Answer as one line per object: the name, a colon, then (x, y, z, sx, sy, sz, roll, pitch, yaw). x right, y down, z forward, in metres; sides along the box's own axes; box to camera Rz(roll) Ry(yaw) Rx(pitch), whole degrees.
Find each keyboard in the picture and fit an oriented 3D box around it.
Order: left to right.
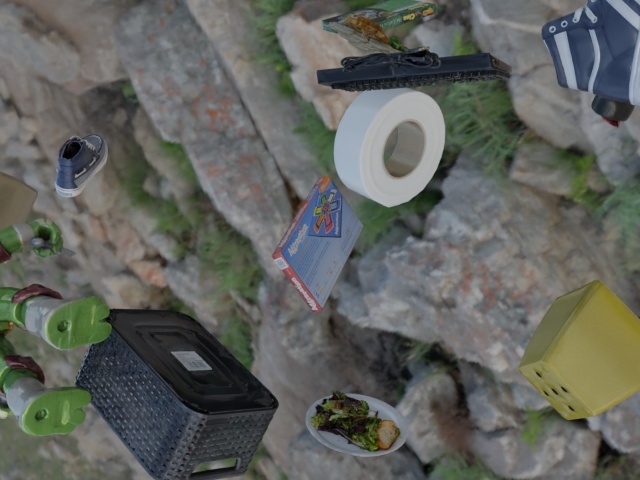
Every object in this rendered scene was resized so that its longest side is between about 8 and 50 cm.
keyboard: (0.134, -0.268, 1.454, 0.317, 0.201, 0.033, 0, 86, 34)

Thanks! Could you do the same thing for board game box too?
board game box: (0.000, 0.000, 1.790, 0.027, 0.281, 0.145, -20, 115, 33)
board game box: (0.145, -0.551, 2.237, 0.136, 0.259, 0.030, 26, 132, 48)

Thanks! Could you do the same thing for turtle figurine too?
turtle figurine: (-0.301, 0.088, 0.955, 0.266, 0.198, 0.275, 23, 157, 42)

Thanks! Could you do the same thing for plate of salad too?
plate of salad: (0.071, 0.344, 1.742, 0.200, 0.200, 0.048, 31, 125, 42)

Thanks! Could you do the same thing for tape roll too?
tape roll: (0.169, -0.230, 2.190, 0.100, 0.286, 0.286, 27, 134, 43)

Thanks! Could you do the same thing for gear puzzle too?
gear puzzle: (0.109, -0.389, 1.745, 0.175, 0.339, 0.044, 27, 97, 13)

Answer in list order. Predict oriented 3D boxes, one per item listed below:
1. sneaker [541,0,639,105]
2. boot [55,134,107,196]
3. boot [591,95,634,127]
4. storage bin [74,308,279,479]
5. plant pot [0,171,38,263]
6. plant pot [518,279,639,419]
sneaker: (0.373, -0.318, 1.151, 0.153, 0.099, 0.282, 14, 105, 32)
boot: (-0.453, -0.169, 1.735, 0.069, 0.190, 0.086, 12, 129, -3)
boot: (0.552, -0.285, 1.546, 0.088, 0.244, 0.176, 38, 130, 33)
storage bin: (-0.145, 0.150, 0.904, 0.180, 0.122, 0.084, 36, 108, 37)
plant pot: (-0.446, -0.047, 1.167, 0.109, 0.109, 0.096, 15, 161, 6)
plant pot: (0.517, 0.233, 1.774, 0.212, 0.187, 0.212, 46, 164, 4)
